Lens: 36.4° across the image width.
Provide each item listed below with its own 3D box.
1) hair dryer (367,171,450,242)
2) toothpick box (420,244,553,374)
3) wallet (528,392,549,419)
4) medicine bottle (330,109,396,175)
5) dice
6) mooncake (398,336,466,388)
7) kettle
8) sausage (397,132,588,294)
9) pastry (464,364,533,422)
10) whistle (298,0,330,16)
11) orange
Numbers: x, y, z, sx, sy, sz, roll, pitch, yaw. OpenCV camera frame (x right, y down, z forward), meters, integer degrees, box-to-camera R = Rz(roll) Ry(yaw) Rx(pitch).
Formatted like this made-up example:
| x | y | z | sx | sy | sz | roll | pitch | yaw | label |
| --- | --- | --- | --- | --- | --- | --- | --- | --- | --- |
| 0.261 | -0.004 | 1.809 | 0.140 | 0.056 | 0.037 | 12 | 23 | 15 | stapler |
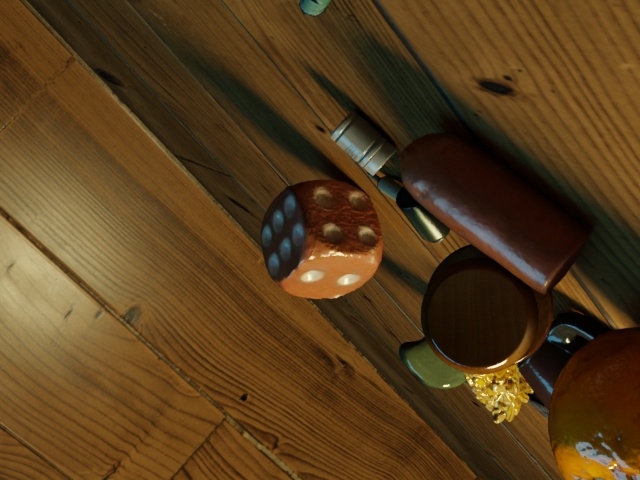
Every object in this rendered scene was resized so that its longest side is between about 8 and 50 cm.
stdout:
| x | y | z | sx | sy | sz | roll | pitch | yaw | label |
| --- | --- | --- | --- | --- | --- | --- | --- | --- | --- |
| 0.135 | -0.074 | 1.614 | 0.100 | 0.057 | 0.197 | 51 | 175 | -40 | hair dryer |
| 0.233 | 0.099 | 1.377 | 0.192 | 0.192 | 0.294 | 41 | -171 | 9 | toothpick box |
| 0.503 | 0.366 | 2.058 | 0.111 | 0.030 | 0.166 | 40 | 172 | -14 | wallet |
| 0.066 | -0.150 | 1.498 | 0.091 | 0.058 | 0.058 | 43 | 170 | -1 | medicine bottle |
| 0.000 | 0.000 | 1.829 | 0.179 | 0.175 | 0.174 | 5 | -123 | -36 | dice |
| 0.249 | 0.220 | 2.022 | 0.104 | 0.175 | 0.168 | -162 | 64 | -81 | mooncake |
| 0.424 | 0.227 | 1.511 | 0.232 | 0.144 | 0.202 | 43 | 151 | 13 | kettle |
| 0.212 | -0.045 | 1.240 | 0.259 | 0.113 | 0.113 | 39 | 169 | 14 | sausage |
| 0.338 | 0.237 | 1.891 | 0.102 | 0.154 | 0.250 | 0 | 139 | 32 | pastry |
| 0.008 | -0.306 | 1.137 | 0.039 | 0.039 | 0.186 | 44 | 170 | -6 | whistle |
| 0.422 | 0.238 | 1.248 | 0.261 | 0.261 | 0.261 | 41 | 170 | 9 | orange |
